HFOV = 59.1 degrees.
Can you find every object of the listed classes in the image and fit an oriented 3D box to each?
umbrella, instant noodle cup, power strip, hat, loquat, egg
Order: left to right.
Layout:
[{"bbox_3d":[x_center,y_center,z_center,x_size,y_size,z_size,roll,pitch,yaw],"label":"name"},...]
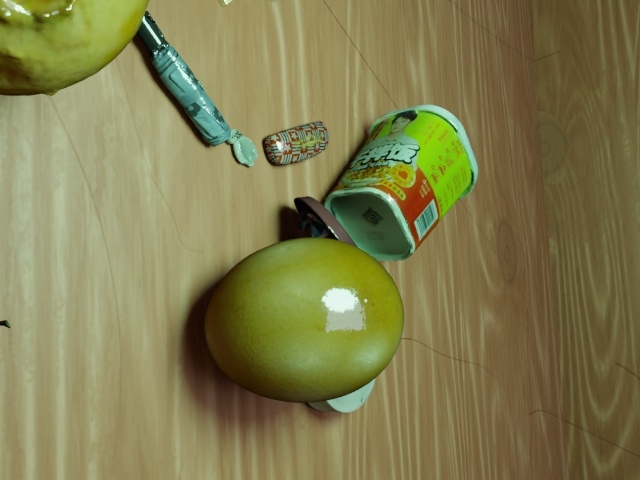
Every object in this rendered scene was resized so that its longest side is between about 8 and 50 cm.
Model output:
[{"bbox_3d":[-0.347,-0.320,0.609,0.329,0.329,0.328,11,76,-51],"label":"loquat"},{"bbox_3d":[-0.236,-0.266,0.957,0.053,0.052,0.250,-40,123,-8],"label":"umbrella"},{"bbox_3d":[-0.145,-0.178,1.074,0.083,0.035,0.055,49,49,-40],"label":"power strip"},{"bbox_3d":[-0.023,0.136,0.973,0.352,0.283,0.282,-7,90,-26],"label":"egg"},{"bbox_3d":[0.000,0.000,1.140,0.089,0.205,0.205,-40,123,-5],"label":"hat"},{"bbox_3d":[0.181,-0.123,1.322,0.308,0.294,0.293,-50,123,-36],"label":"instant noodle cup"}]

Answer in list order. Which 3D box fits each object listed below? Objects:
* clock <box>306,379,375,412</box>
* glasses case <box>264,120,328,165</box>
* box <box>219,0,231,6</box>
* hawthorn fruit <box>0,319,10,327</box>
[{"bbox_3d":[0.037,0.247,1.207,0.230,0.083,0.230,14,72,-52],"label":"clock"},{"bbox_3d":[-0.041,-0.207,1.199,0.194,0.049,0.073,-31,109,-50],"label":"glasses case"},{"bbox_3d":[-0.192,-0.503,1.077,0.093,0.015,0.058,60,45,-28],"label":"box"},{"bbox_3d":[-0.420,0.107,0.580,0.194,0.157,0.156,-8,91,-59],"label":"hawthorn fruit"}]
